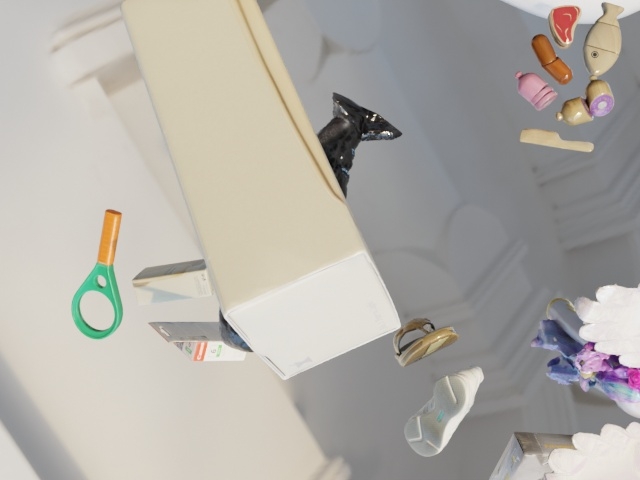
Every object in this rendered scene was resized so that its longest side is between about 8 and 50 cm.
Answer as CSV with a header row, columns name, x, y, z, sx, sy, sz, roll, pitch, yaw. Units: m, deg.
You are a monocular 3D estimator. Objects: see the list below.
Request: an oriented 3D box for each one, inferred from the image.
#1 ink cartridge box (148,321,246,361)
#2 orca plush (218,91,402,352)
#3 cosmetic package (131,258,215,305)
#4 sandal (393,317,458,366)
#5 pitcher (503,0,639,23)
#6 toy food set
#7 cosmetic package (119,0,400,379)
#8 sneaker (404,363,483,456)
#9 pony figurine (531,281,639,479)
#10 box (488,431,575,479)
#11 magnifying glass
name,x,y,z,sx,sy,sz,roll,pitch,yaw
ink cartridge box,-0.154,0.126,1.169,0.115,0.029,0.063,4,-163,-38
orca plush,0.000,0.000,0.960,0.102,0.151,0.287,31,-100,43
cosmetic package,-0.204,0.058,1.338,0.115,0.041,0.060,-9,-164,13
sandal,0.120,0.121,1.158,0.072,0.049,0.180,-26,173,-6
pitcher,0.199,-0.266,0.856,0.207,0.125,0.178,1,-161,-4
toy food set,0.189,-0.132,0.716,0.078,0.122,0.019,9,168,5
cosmetic package,-0.052,-0.063,0.768,0.113,0.309,0.160,-25,152,2
sneaker,0.152,0.205,1.118,0.061,0.054,0.152,-25,153,-42
pony figurine,0.412,0.183,1.155,0.351,0.303,0.363,8,-166,-15
box,0.388,0.438,1.649,0.183,0.231,0.056,7,-146,-18
magnifying glass,-0.366,0.059,1.577,0.092,0.231,0.026,18,-160,14
